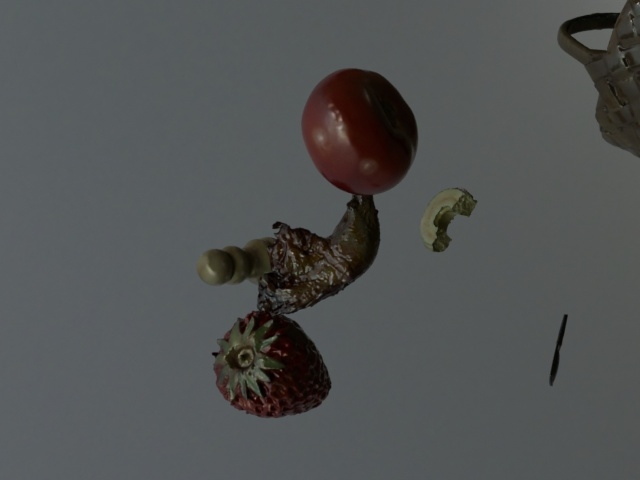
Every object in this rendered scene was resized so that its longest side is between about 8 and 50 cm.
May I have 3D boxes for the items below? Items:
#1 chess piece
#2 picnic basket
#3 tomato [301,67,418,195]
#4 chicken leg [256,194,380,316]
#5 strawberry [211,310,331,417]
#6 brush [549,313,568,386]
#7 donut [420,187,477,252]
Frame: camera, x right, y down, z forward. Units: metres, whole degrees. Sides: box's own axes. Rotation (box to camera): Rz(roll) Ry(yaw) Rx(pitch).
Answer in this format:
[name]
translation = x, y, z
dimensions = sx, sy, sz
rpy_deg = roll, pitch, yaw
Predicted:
[chess piece]
translation = -0.153, 0.046, 1.632
dimensions = 0.170, 0.094, 0.094
rpy_deg = -8, -115, -43
[picnic basket]
translation = 0.562, -0.326, 1.527
dimensions = 0.292, 0.337, 0.337
rpy_deg = -16, -111, -28
[tomato]
translation = 0.053, -0.154, 1.276
dimensions = 0.195, 0.136, 0.195
rpy_deg = 36, -141, -35
[chicken leg]
translation = 0.009, 0.008, 1.557
dimensions = 0.177, 0.322, 0.083
rpy_deg = 56, -174, 19
[strawberry]
translation = -0.073, 0.247, 1.664
dimensions = 0.244, 0.205, 0.205
rpy_deg = 32, -144, -50
[brush]
translation = 0.577, 0.259, 2.148
dimensions = 0.063, 0.016, 0.194
rpy_deg = 69, -146, -55
[donut]
translation = 0.296, -0.053, 2.109
dimensions = 0.065, 0.166, 0.108
rpy_deg = 27, -171, -30
